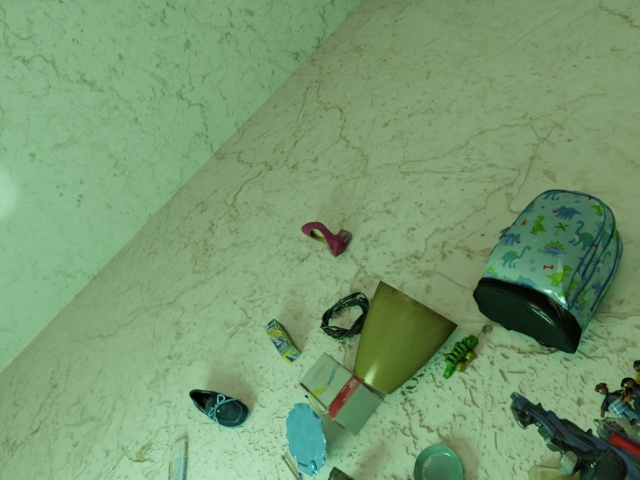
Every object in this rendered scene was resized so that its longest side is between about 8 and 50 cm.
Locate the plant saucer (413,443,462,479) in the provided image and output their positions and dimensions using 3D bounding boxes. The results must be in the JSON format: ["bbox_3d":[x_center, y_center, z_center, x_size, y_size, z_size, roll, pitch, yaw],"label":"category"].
[{"bbox_3d":[0.275,0.538,1.103,0.119,0.021,0.119,-24,41,22],"label":"plant saucer"}]

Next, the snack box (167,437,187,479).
[{"bbox_3d":[-0.466,0.740,1.540,0.064,0.022,0.178,-30,39,13],"label":"snack box"}]

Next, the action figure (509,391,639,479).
[{"bbox_3d":[0.459,0.442,0.866,0.341,0.178,0.330,39,72,23],"label":"action figure"}]

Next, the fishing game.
[{"bbox_3d":[-0.033,0.530,1.276,0.189,0.041,0.263,27,109,51],"label":"fishing game"}]

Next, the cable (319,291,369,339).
[{"bbox_3d":[0.081,0.254,1.537,0.185,0.047,0.150,-28,44,13],"label":"cable"}]

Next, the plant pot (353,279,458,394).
[{"bbox_3d":[0.204,0.276,1.284,0.237,0.237,0.254,27,87,50],"label":"plant pot"}]

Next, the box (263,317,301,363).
[{"bbox_3d":[-0.131,0.340,1.614,0.054,0.059,0.169,-42,38,-3],"label":"box"}]

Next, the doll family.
[{"bbox_3d":[0.655,0.302,0.964,0.193,0.076,0.111,-36,57,-1],"label":"doll family"}]

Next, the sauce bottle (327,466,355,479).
[{"bbox_3d":[-0.027,0.713,1.123,0.111,0.111,0.344,13,61,47],"label":"sauce bottle"}]

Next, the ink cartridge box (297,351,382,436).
[{"bbox_3d":[0.052,0.422,1.321,0.127,0.128,0.176,-50,39,-11],"label":"ink cartridge box"}]

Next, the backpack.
[{"bbox_3d":[0.578,0.048,1.171,0.356,0.273,0.290,-37,29,-15],"label":"backpack"}]

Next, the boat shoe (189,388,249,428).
[{"bbox_3d":[-0.349,0.554,1.567,0.259,0.089,0.109,-5,50,37],"label":"boat shoe"}]

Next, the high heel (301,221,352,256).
[{"bbox_3d":[0.000,0.000,1.821,0.244,0.082,0.117,16,54,33],"label":"high heel"}]

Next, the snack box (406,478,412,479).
[{"bbox_3d":[0.173,0.626,1.077,0.141,0.037,0.100,-41,37,17],"label":"snack box"}]

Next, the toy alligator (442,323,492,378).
[{"bbox_3d":[0.378,0.280,1.243,0.189,0.051,0.056,-47,38,-7],"label":"toy alligator"}]

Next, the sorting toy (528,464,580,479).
[{"bbox_3d":[0.502,0.536,0.898,0.208,0.038,0.192,-11,47,34],"label":"sorting toy"}]
